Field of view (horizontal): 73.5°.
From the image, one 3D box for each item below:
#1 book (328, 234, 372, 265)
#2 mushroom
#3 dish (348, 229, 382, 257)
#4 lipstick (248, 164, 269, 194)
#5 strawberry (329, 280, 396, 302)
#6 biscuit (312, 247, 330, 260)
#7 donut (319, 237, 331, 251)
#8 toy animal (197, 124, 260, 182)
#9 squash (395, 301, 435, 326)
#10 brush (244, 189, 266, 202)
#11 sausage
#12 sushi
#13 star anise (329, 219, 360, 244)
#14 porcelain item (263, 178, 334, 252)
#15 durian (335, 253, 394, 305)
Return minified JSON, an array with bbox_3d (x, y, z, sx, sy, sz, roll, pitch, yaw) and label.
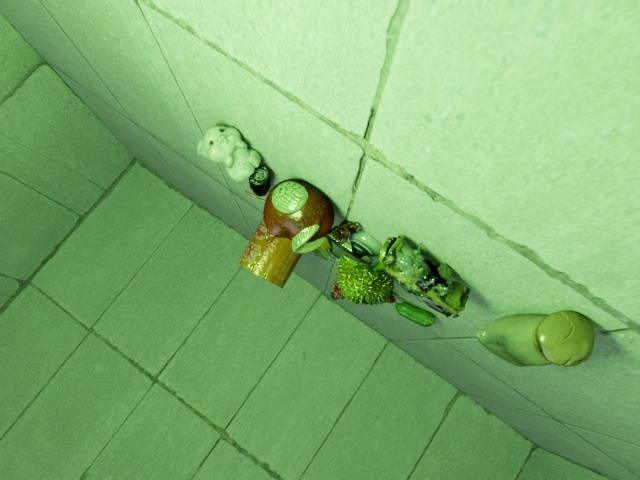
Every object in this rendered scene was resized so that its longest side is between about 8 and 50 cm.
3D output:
[{"bbox_3d":[0.120,0.062,1.800,0.202,0.027,0.264,34,168,12],"label":"book"},{"bbox_3d":[0.539,0.257,1.121,0.154,0.137,0.407,46,168,14],"label":"mushroom"},{"bbox_3d":[0.140,0.027,1.490,0.141,0.078,0.141,34,168,8],"label":"dish"},{"bbox_3d":[-0.226,-0.213,1.600,0.081,0.081,0.300,37,174,-4],"label":"lipstick"},{"bbox_3d":[0.217,0.221,1.973,0.306,0.137,0.233,-2,168,31],"label":"strawberry"},{"bbox_3d":[-0.067,0.018,2.106,0.250,0.046,0.147,23,163,45],"label":"biscuit"},{"bbox_3d":[0.000,0.000,1.805,0.097,0.043,0.108,56,167,-16],"label":"donut"},{"bbox_3d":[-0.302,-0.289,1.412,0.193,0.127,0.178,38,170,-20],"label":"toy animal"},{"bbox_3d":[0.412,0.321,1.873,0.077,0.068,0.219,25,176,-38],"label":"squash"},{"bbox_3d":[-0.173,-0.132,1.766,0.314,0.017,0.090,27,179,-2],"label":"brush"},{"bbox_3d":[-0.193,0.027,1.861,0.233,0.287,0.233,30,173,4],"label":"sausage"},{"bbox_3d":[0.300,0.089,1.227,0.291,0.139,0.131,35,148,0],"label":"sushi"},{"bbox_3d":[0.066,-0.023,1.453,0.070,0.097,0.191,55,164,-12],"label":"star anise"},{"bbox_3d":[-0.089,-0.070,1.400,0.253,0.253,0.253,34,168,8],"label":"porcelain item"},{"bbox_3d":[0.159,0.143,1.514,0.200,0.176,0.237,-5,165,40],"label":"durian"}]
